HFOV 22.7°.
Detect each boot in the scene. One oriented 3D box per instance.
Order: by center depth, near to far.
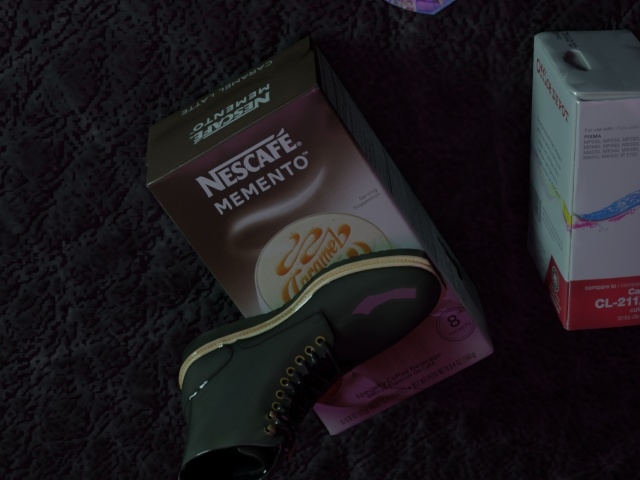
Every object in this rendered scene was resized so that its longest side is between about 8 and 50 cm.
[{"bbox_3d":[-0.004,0.093,1.050,0.198,0.137,0.077,-30,116,15],"label":"boot"}]

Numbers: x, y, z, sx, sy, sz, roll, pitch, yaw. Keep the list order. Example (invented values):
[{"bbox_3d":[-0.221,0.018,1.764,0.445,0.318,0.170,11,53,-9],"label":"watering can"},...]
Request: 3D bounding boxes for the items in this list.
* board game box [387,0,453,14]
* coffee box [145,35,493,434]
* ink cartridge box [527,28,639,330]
[{"bbox_3d":[0.087,-0.227,1.061,0.169,0.033,0.133,-33,115,12],"label":"board game box"},{"bbox_3d":[0.000,0.000,1.135,0.141,0.098,0.246,-30,116,12],"label":"coffee box"},{"bbox_3d":[0.193,-0.045,1.110,0.072,0.127,0.175,-4,118,-4],"label":"ink cartridge box"}]
